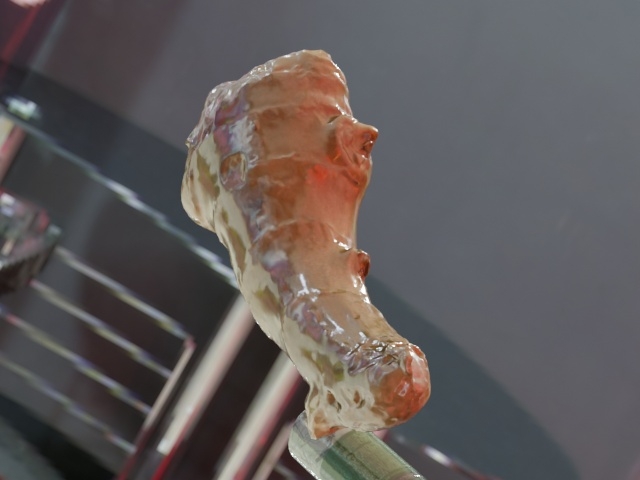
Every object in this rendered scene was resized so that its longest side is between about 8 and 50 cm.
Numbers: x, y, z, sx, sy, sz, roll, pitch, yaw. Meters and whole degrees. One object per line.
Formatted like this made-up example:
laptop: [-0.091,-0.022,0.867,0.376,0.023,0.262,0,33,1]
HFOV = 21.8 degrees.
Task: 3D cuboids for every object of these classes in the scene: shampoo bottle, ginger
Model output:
shampoo bottle: [0.060,0.203,1.303,0.065,0.065,0.204,18,15,-49]
ginger: [0.000,0.000,0.933,0.086,0.131,0.294,36,17,-40]
